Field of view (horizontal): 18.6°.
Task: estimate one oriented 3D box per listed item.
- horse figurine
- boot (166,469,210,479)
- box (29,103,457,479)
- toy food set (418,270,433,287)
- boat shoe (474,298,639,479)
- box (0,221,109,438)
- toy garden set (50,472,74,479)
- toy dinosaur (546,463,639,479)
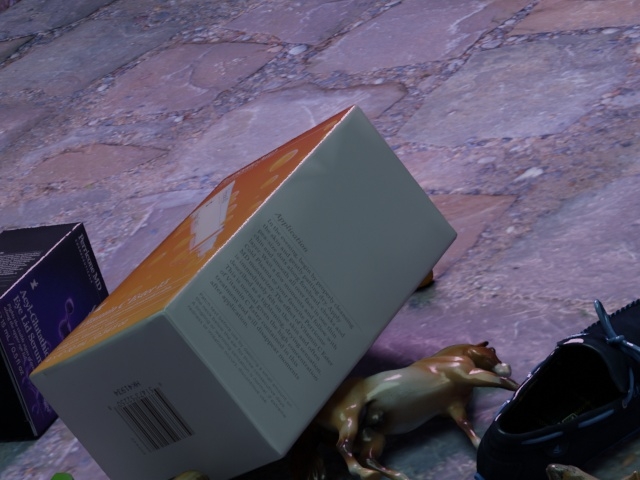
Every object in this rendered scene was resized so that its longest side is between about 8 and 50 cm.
[{"bbox_3d":[0.075,0.157,1.713,0.263,0.066,0.174,-22,29,-18],"label":"horse figurine"},{"bbox_3d":[-0.217,0.273,1.621,0.207,0.090,0.248,-1,32,28],"label":"boot"},{"bbox_3d":[-0.064,0.060,1.796,0.215,0.168,0.345,-27,15,44],"label":"box"},{"bbox_3d":[0.000,0.000,2.069,0.232,0.104,0.111,7,26,46],"label":"toy food set"},{"bbox_3d":[0.232,0.121,1.617,0.109,0.089,0.258,28,51,25],"label":"boat shoe"},{"bbox_3d":[-0.315,0.093,2.047,0.108,0.153,0.207,-6,26,28],"label":"box"},{"bbox_3d":[-0.185,0.320,1.375,0.049,0.204,0.244,-3,36,32],"label":"toy garden set"},{"bbox_3d":[0.234,0.251,1.193,0.127,0.295,0.200,-15,-21,4],"label":"toy dinosaur"}]
